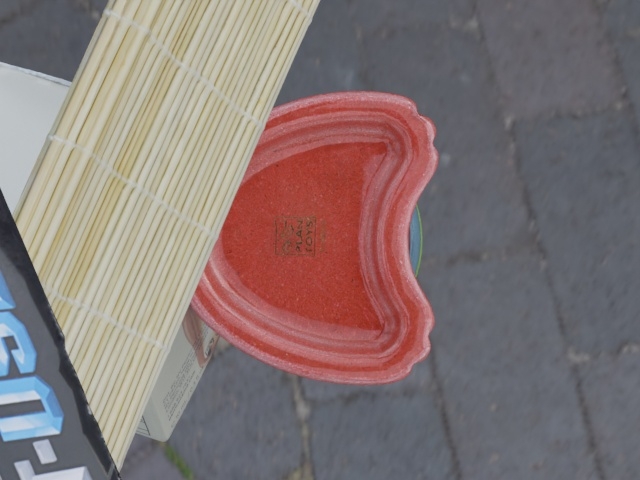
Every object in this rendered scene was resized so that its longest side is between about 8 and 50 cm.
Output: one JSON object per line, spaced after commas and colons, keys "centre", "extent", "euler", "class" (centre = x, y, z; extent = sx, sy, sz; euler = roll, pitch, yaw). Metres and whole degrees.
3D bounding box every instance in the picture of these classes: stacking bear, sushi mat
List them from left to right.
{"centre": [-0.092, -0.023, 0.882], "extent": [0.019, 0.151, 0.316], "euler": [20, 84, 31], "class": "sushi mat"}
{"centre": [0.000, 0.000, 1.186], "extent": [0.164, 0.289, 0.175], "euler": [1, 89, 5], "class": "stacking bear"}

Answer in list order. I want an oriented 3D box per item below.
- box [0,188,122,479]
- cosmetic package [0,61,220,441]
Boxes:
{"centre": [-0.174, 0.023, 0.479], "extent": [0.073, 0.295, 0.293], "euler": [-22, 91, -36], "class": "box"}
{"centre": [-0.171, 0.017, 1.280], "extent": [0.153, 0.296, 0.129], "euler": [20, 65, 13], "class": "cosmetic package"}
